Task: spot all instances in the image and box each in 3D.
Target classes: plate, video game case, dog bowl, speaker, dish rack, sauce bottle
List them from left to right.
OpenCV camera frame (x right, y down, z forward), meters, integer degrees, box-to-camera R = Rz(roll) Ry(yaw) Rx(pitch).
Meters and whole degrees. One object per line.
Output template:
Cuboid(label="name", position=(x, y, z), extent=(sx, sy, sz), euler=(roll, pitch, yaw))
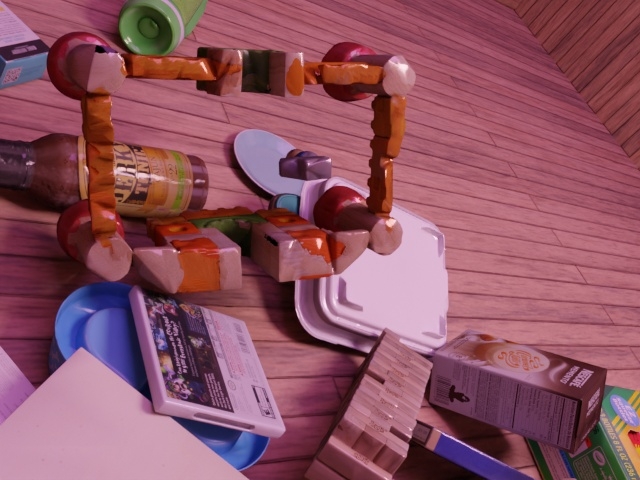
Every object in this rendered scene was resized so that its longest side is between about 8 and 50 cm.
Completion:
Cuboid(label="sauce bottle", position=(-0.325, -0.091, 1.059), extent=(0.344, 0.111, 0.111), euler=(3, 49, -42))
Cuboid(label="dog bowl", position=(-0.200, 0.179, 0.911), extent=(0.297, 0.074, 0.166), euler=(40, 33, -4))
Cuboid(label="speaker", position=(-0.304, -0.472, 1.491), extent=(0.131, 0.131, 0.297), euler=(31, 35, -16))
Cuboid(label="video game case", position=(-0.138, 0.144, 0.897), extent=(0.173, 0.022, 0.190), euler=(25, 24, -38))
Cuboid(label="plate", position=(-0.087, -0.136, 1.420), extent=(0.188, 0.024, 0.188), euler=(27, 37, -22))
Cuboid(label="dish rack", position=(0.107, 0.048, 1.257), extent=(0.332, 0.072, 0.286), euler=(23, 58, -38))

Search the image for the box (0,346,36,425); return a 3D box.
Cuboid(label="box", position=(-0.293, 0.226, 0.775), extent=(0.324, 0.063, 0.067), euler=(47, 36, 8))

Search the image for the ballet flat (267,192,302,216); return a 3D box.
Cuboid(label="ballet flat", position=(0.000, 0.000, 1.292), extent=(0.280, 0.096, 0.095), euler=(23, 62, -37))

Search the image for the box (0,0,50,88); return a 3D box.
Cuboid(label="box", position=(-0.545, -0.346, 1.167), extent=(0.244, 0.060, 0.100), euler=(44, 34, 3))

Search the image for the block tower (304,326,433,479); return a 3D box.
Cuboid(label="block tower", position=(0.079, 0.232, 1.030), extent=(0.097, 0.091, 0.335), euler=(33, 19, 3))

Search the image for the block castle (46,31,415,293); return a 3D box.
Cuboid(label="block castle", position=(-0.113, -0.113, 0.995), extent=(0.452, 0.303, 0.213), euler=(-5, 16, -25))

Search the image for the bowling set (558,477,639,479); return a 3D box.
Cuboid(label="bowling set", position=(0.356, 0.444, 1.110), extent=(0.286, 0.200, 0.154), euler=(-8, 87, -17))

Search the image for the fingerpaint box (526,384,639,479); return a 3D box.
Cuboid(label="fingerpaint box", position=(0.594, 0.483, 1.276), extent=(0.370, 0.163, 0.445), euler=(16, 42, -32))

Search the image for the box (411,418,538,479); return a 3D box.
Cuboid(label="box", position=(0.229, 0.328, 1.116), extent=(0.225, 0.136, 0.037), euler=(28, 80, -11))

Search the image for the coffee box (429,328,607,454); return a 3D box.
Cuboid(label="coffee box", position=(0.321, 0.238, 1.224), extent=(0.246, 0.098, 0.141), euler=(14, 20, 32))

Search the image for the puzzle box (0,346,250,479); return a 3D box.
Cuboid(label="puzzle box", position=(-0.233, 0.306, 0.647), extent=(0.272, 0.052, 0.409), euler=(40, 36, -2))
